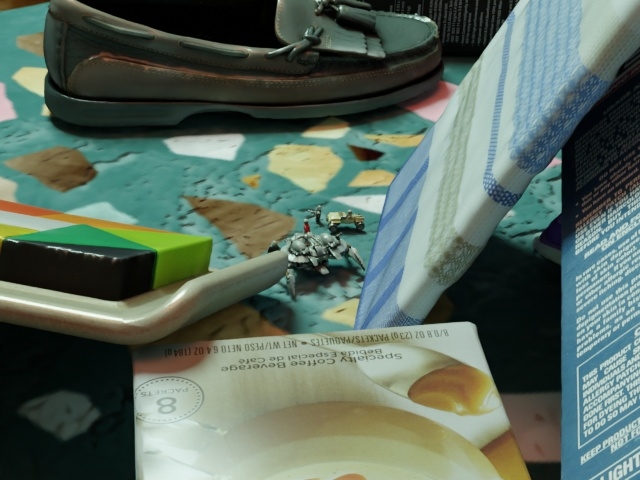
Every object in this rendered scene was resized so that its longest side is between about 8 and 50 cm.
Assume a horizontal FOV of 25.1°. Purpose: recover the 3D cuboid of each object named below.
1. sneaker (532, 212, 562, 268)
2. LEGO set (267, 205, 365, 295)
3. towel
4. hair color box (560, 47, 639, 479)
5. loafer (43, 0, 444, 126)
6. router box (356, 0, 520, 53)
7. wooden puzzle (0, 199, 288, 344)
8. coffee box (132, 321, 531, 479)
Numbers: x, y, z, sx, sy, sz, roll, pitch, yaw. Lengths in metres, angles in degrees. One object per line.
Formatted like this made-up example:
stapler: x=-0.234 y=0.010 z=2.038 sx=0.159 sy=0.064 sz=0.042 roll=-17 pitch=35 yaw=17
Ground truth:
sneaker: x=0.176 y=-0.031 z=0.794 sx=0.068 sy=0.071 sz=0.170 roll=24 pitch=39 yaw=32
LEGO set: x=-0.002 y=-0.001 z=0.779 sx=0.054 sy=0.023 sz=0.083 roll=2 pitch=32 yaw=0
towel: x=0.102 y=-0.073 z=0.686 sx=0.034 sy=0.285 sz=0.209 roll=30 pitch=31 yaw=-7
hair color box: x=0.189 y=0.040 z=0.575 sx=0.174 sy=0.105 sz=0.347 roll=43 pitch=29 yaw=-16
loafer: x=-0.044 y=-0.129 z=0.925 sx=0.267 sy=0.084 sz=0.096 roll=-7 pitch=33 yaw=-14
router box: x=0.105 y=-0.243 z=1.121 sx=0.242 sy=0.081 sz=0.309 roll=0 pitch=32 yaw=-3
wooden puzzle: x=-0.147 y=0.005 z=0.660 sx=0.238 sy=0.044 sz=0.221 roll=5 pitch=4 yaw=9
coffee box: x=0.011 y=0.139 z=0.483 sx=0.141 sy=0.098 sz=0.246 roll=-5 pitch=32 yaw=-6
